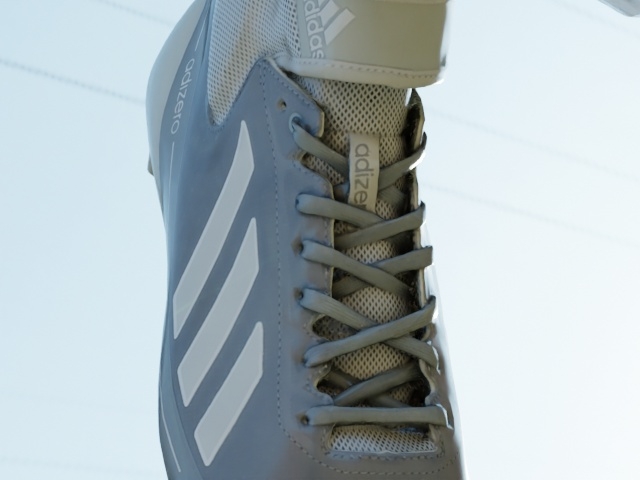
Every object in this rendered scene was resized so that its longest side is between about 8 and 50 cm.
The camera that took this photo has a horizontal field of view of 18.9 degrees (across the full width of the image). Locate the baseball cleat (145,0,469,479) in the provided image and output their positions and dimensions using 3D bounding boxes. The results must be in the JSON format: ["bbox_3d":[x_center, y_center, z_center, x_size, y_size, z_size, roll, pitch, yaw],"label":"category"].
[{"bbox_3d":[0.000,0.000,0.450,0.072,0.206,0.109,2,-40,-26],"label":"baseball cleat"}]

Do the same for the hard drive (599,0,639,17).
[{"bbox_3d":[0.037,-0.185,0.609,0.339,0.237,0.064,34,-93,-21],"label":"hard drive"}]
